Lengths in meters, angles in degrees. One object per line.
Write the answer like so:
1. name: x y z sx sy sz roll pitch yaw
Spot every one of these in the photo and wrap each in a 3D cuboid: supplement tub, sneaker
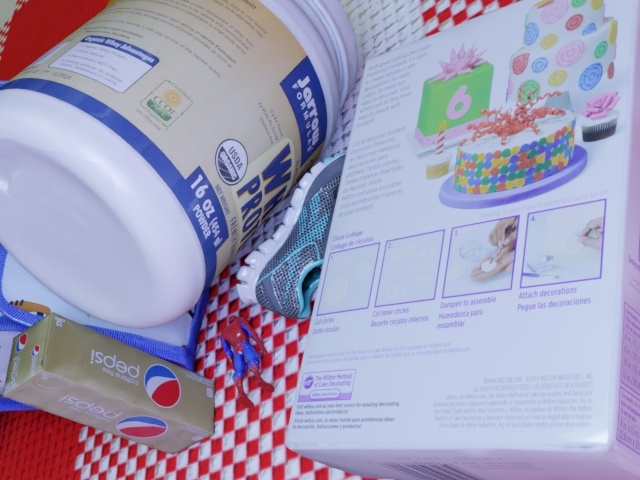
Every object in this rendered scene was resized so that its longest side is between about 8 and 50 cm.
1. supplement tub: -0.123 -0.104 0.755 0.228 0.228 0.316 -8 35 45
2. sneaker: 0.000 0.000 0.762 0.076 0.065 0.166 30 83 28

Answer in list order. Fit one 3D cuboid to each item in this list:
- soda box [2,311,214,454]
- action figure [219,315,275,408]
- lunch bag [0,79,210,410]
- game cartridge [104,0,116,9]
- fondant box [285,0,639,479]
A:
1. soda box: -0.180 0.130 0.757 0.061 0.181 0.058 -31 45 31
2. action figure: -0.069 0.104 0.779 0.038 0.030 0.115 -42 35 11
3. lunch bag: -0.300 -0.002 0.908 0.386 0.239 0.327 -1 57 8
4. game cartridge: -0.298 -0.201 1.228 0.285 0.053 0.323 19 83 51
5. fondant box: 0.119 -0.005 0.596 0.238 0.096 0.330 -12 58 43
